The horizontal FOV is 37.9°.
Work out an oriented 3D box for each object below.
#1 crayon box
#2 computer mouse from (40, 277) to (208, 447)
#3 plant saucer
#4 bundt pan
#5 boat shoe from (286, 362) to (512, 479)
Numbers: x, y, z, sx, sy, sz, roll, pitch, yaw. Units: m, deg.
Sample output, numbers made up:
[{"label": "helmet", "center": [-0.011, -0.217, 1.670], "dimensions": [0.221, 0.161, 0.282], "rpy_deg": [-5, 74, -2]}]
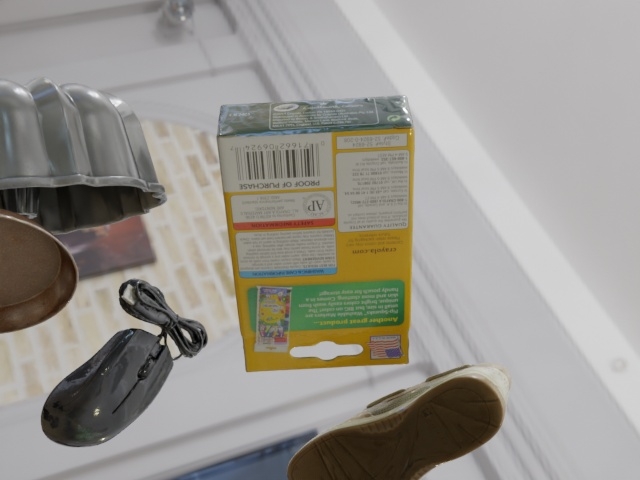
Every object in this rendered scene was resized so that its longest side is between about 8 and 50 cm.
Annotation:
[{"label": "crayon box", "center": [0.000, 0.000, 1.061], "dimensions": [0.083, 0.203, 0.323], "rpy_deg": [-93, 180, -56]}, {"label": "computer mouse", "center": [-0.294, 0.204, 1.369], "dimensions": [0.072, 0.272, 0.188], "rpy_deg": [35, -9, 49]}, {"label": "plant saucer", "center": [-0.301, 0.024, 0.826], "dimensions": [0.168, 0.168, 0.029], "rpy_deg": [98, -15, -49]}, {"label": "bundt pan", "center": [-0.332, -0.081, 0.978], "dimensions": [0.331, 0.331, 0.124], "rpy_deg": [152, -70, -71]}, {"label": "boat shoe", "center": [0.094, 0.233, 1.106], "dimensions": [0.302, 0.098, 0.109], "rpy_deg": [-34, -92, 26]}]
